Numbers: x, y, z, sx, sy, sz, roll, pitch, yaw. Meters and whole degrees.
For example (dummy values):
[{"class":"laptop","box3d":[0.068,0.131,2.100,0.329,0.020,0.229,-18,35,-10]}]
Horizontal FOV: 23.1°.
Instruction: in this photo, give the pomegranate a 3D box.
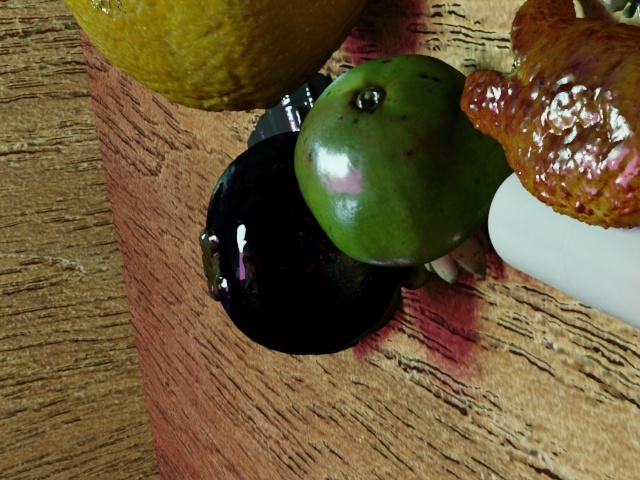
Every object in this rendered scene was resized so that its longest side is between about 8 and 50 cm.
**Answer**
[{"class":"pomegranate","box3d":[0.081,-0.048,1.343,0.225,0.187,0.187,54,-179,-40]}]

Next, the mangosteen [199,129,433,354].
[{"class":"mangosteen","box3d":[0.000,0.000,1.499,0.243,0.243,0.243,167,90,-73]}]

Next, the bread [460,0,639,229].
[{"class":"bread","box3d":[0.174,-0.095,1.056,0.139,0.095,0.269,-52,38,8]}]

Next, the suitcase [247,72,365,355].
[{"class":"suitcase","box3d":[-0.002,-0.026,1.764,0.206,0.066,0.285,130,125,-69]}]

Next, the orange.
[{"class":"orange","box3d":[-0.098,-0.300,1.466,0.322,0.322,0.357,42,153,62]}]

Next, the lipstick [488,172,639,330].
[{"class":"lipstick","box3d":[0.222,0.016,1.049,0.327,0.087,0.087,-149,48,-66]}]

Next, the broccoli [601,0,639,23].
[{"class":"broccoli","box3d":[0.176,-0.268,0.675,0.249,0.302,0.375,-10,63,47]}]
